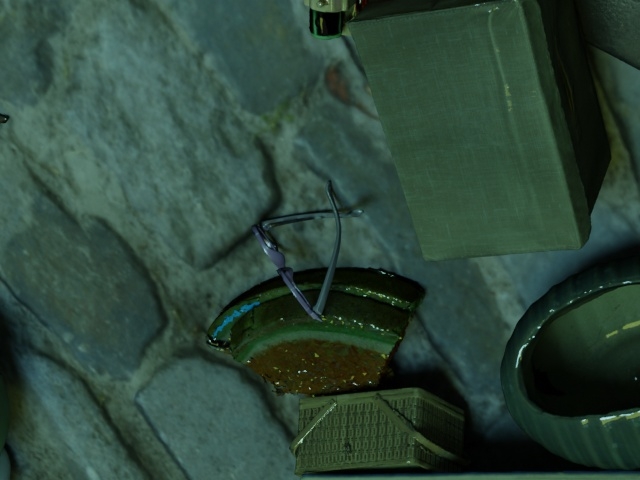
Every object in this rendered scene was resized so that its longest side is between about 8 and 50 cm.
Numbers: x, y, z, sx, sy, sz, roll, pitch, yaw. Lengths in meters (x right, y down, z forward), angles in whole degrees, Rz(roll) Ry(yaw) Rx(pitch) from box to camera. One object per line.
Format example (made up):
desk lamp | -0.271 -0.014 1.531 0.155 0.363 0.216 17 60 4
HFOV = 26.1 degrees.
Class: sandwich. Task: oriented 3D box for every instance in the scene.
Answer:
sandwich | -0.013 0.107 1.425 0.235 0.079 0.159 6 122 17

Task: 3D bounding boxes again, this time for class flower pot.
flower pot | 0.285 0.111 1.248 0.243 0.189 0.157 -16 158 23

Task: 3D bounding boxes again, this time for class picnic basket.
picnic basket | 0.062 0.208 1.422 0.164 0.079 0.115 -10 153 31

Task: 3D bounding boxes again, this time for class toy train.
toy train | 0.013 -0.237 1.196 0.050 0.087 0.138 11 123 18

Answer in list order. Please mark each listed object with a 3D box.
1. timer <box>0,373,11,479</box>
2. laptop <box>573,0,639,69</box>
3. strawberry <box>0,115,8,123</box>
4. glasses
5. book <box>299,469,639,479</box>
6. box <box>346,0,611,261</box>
timer | -0.471 0.247 1.611 0.291 0.290 0.315 6 146 18
laptop | 0.268 -0.213 1.159 0.197 0.016 0.135 29 128 3
strawberry | -0.449 -0.115 1.449 0.208 0.087 0.167 -32 107 35
glasses | 0.000 0.000 1.360 0.104 0.140 0.062 -38 137 2
book | 0.222 0.307 1.412 0.428 0.039 0.300 -5 146 24
box | 0.145 -0.122 1.170 0.155 0.149 0.231 -6 120 27
